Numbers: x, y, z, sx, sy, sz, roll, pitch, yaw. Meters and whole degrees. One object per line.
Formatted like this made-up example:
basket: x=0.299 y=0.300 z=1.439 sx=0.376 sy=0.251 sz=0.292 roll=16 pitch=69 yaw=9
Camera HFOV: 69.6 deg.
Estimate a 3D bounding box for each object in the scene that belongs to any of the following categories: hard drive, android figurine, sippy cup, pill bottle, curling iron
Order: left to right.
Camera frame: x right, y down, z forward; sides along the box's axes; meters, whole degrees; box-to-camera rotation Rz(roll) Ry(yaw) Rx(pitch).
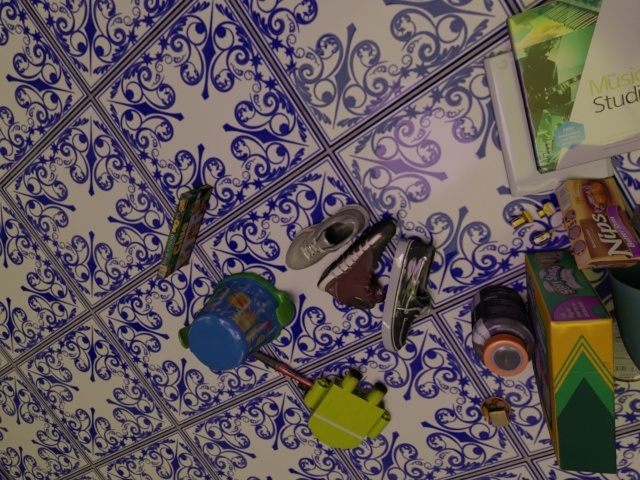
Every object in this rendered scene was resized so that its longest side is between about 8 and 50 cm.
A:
sippy cup: x=-0.239 y=0.233 z=1.267 sx=0.240 sy=0.224 sz=0.305 roll=36 pitch=114 yaw=2
curling iron: x=-0.124 y=0.395 z=1.389 sx=0.274 sy=0.035 sz=0.068 roll=31 pitch=114 yaw=5
android figurine: x=0.073 y=0.499 z=1.336 sx=0.249 sy=0.056 sz=0.272 roll=27 pitch=112 yaw=-4
pill bottle: x=0.411 y=0.205 z=1.048 sx=0.131 sy=0.245 sz=0.130 roll=5 pitch=109 yaw=15
hard drive: x=0.485 y=-0.263 z=0.983 sx=0.203 sy=0.040 sz=0.307 roll=-13 pitch=104 yaw=20

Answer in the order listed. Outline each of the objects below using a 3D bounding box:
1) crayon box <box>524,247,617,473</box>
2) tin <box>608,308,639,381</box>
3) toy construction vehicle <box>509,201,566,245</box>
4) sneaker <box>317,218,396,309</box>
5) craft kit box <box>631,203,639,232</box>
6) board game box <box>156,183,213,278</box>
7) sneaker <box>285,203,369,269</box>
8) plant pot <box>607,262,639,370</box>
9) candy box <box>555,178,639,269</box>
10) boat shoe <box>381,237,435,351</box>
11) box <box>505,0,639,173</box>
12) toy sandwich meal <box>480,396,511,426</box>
crayon box: x=0.510 y=0.222 z=0.960 sx=0.106 sy=0.363 sz=0.312 roll=-5 pitch=107 yaw=18
tin: x=0.723 y=0.248 z=1.084 sx=0.106 sy=0.040 sz=0.189 roll=-3 pitch=107 yaw=13
toy construction vehicle: x=0.502 y=-0.038 z=1.060 sx=0.098 sy=0.035 sz=0.085 roll=-36 pitch=84 yaw=21
sneaker: x=0.132 y=0.077 z=1.180 sx=0.163 sy=0.106 sz=0.281 roll=42 pitch=125 yaw=-5
craft kit box: x=0.771 y=-0.003 z=0.870 sx=0.250 sy=0.246 sz=0.060 roll=7 pitch=108 yaw=15
board game box: x=-0.373 y=-0.026 z=1.269 sx=0.030 sy=0.136 sz=0.259 roll=28 pitch=114 yaw=8
sneaker: x=0.000 y=0.000 z=1.172 sx=0.263 sy=0.121 sz=0.099 roll=-37 pitch=94 yaw=24
plant pot: x=0.741 y=0.168 z=0.905 sx=0.294 sy=0.293 sz=0.234 roll=-6 pitch=104 yaw=19
candy box: x=0.572 y=-0.035 z=0.953 sx=0.109 sy=0.053 sz=0.186 roll=-2 pitch=66 yaw=-4
boat shoe: x=0.230 y=0.149 z=1.158 sx=0.105 sy=0.113 sz=0.305 roll=14 pitch=103 yaw=27
box: x=0.518 y=-0.315 z=0.900 sx=0.233 sy=0.058 sz=0.321 roll=-14 pitch=103 yaw=20
toy sandwich meal: x=0.471 y=0.459 z=1.233 sx=0.086 sy=0.029 sz=0.085 roll=5 pitch=109 yaw=15
